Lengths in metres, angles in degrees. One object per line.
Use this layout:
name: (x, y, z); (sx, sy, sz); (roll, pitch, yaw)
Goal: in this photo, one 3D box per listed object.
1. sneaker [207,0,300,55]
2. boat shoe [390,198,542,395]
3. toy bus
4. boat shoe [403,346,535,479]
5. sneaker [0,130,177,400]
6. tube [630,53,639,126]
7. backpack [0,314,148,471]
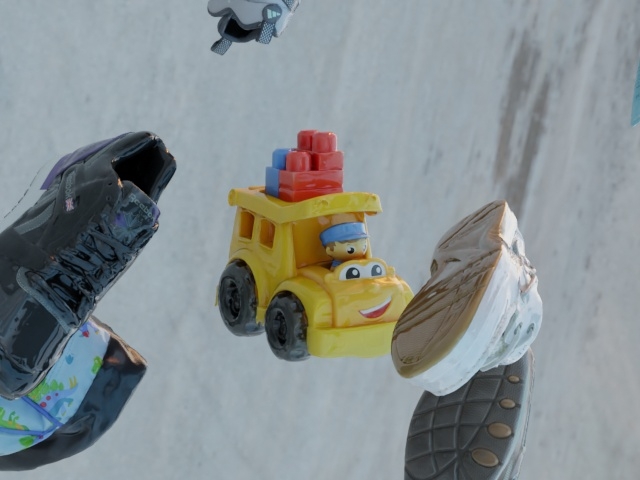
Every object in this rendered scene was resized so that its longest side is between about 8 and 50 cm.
sneaker: (-0.030, -0.108, 0.473); (0.098, 0.038, 0.069); (-112, -140, -60)
boat shoe: (0.133, 0.056, 0.934); (0.096, 0.098, 0.277); (53, 28, -9)
toy bus: (0.000, 0.000, 1.176); (0.149, 0.220, 0.211); (-4, 104, -31)
boat shoe: (0.160, 0.252, 1.292); (0.116, 0.123, 0.324); (4, 108, -57)
sneaker: (-0.202, 0.001, 0.975); (0.107, 0.124, 0.283); (50, 33, -29)
tube: (0.315, -0.206, 1.051); (0.080, 0.052, 0.207); (108, 0, -76)
backpack: (-0.396, 0.083, 1.117); (0.355, 0.290, 0.273); (57, 47, -30)
